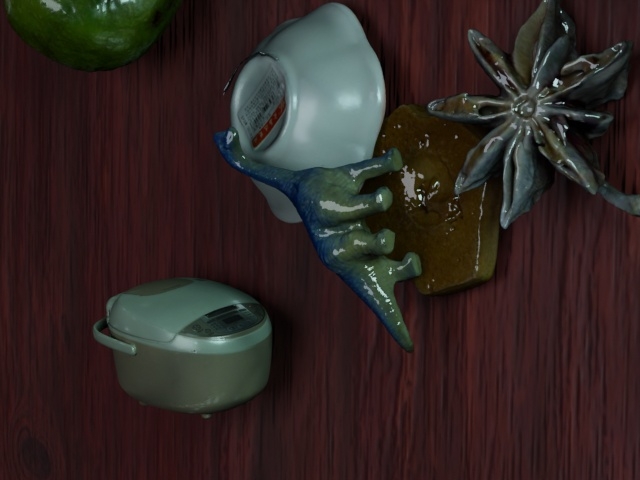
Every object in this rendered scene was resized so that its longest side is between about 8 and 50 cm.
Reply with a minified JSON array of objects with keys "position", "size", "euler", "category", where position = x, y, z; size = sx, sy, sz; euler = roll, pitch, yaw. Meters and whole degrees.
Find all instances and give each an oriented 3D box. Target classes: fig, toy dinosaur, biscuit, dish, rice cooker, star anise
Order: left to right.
[{"position":[-0.243,-0.261,2.164],"size":[0.235,0.203,0.203],"euler":[93,153,-67],"category":"fig"},{"position":[-0.140,0.110,2.074],"size":[0.206,0.145,0.127],"euler":[6,107,46],"category":"rice cooker"},{"position":[-0.035,-0.130,1.971],"size":[0.229,0.081,0.229],"euler":[-8,80,51],"category":"dish"},{"position":[0.000,0.000,1.900],"size":[0.188,0.075,0.248],"euler":[-9,100,32],"category":"toy dinosaur"},{"position":[0.093,-0.043,1.911],"size":[0.215,0.034,0.182],"euler":[15,102,45],"category":"biscuit"},{"position":[0.204,-0.102,1.760],"size":[0.209,0.089,0.231],"euler":[-29,73,30],"category":"star anise"}]
